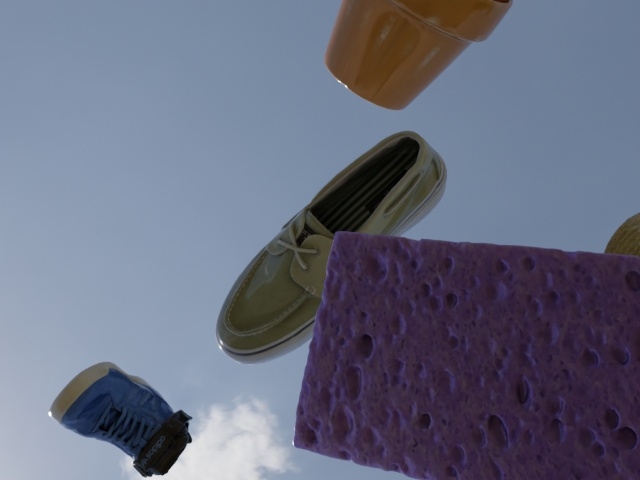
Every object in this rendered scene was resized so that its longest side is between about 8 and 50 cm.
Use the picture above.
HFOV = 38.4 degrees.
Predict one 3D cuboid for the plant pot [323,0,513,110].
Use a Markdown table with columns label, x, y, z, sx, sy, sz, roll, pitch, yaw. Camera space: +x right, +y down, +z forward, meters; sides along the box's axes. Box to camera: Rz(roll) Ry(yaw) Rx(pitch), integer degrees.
| label | x | y | z | sx | sy | sz | roll | pitch | yaw |
| --- | --- | --- | --- | --- | --- | --- | --- | --- | --- |
| plant pot | 0.103 | -0.276 | 1.154 | 0.205 | 0.188 | 0.205 | 25 | -149 | -16 |

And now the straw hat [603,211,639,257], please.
| label | x | y | z | sx | sy | sz | roll | pitch | yaw |
| --- | --- | --- | --- | --- | --- | --- | --- | --- | --- |
| straw hat | 0.312 | 0.041 | 0.786 | 0.061 | 0.144 | 0.145 | -5 | -102 | -35 |

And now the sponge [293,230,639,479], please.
| label | x | y | z | sx | sy | sz | roll | pitch | yaw |
| --- | --- | --- | --- | --- | --- | --- | --- | --- | --- |
| sponge | 0.086 | 0.061 | 0.430 | 0.031 | 0.210 | 0.117 | 23 | -104 | -53 |

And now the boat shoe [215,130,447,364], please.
| label | x | y | z | sx | sy | sz | roll | pitch | yaw |
| --- | --- | --- | --- | --- | --- | --- | --- | --- | --- |
| boat shoe | 0.000 | 0.000 | 0.934 | 0.302 | 0.094 | 0.109 | -45 | -119 | -2 |

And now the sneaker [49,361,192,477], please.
| label | x | y | z | sx | sy | sz | roll | pitch | yaw |
| --- | --- | --- | --- | --- | --- | --- | --- | --- | --- |
| sneaker | -0.148 | 0.146 | 0.727 | 0.084 | 0.152 | 0.058 | 39 | -95 | 16 |
